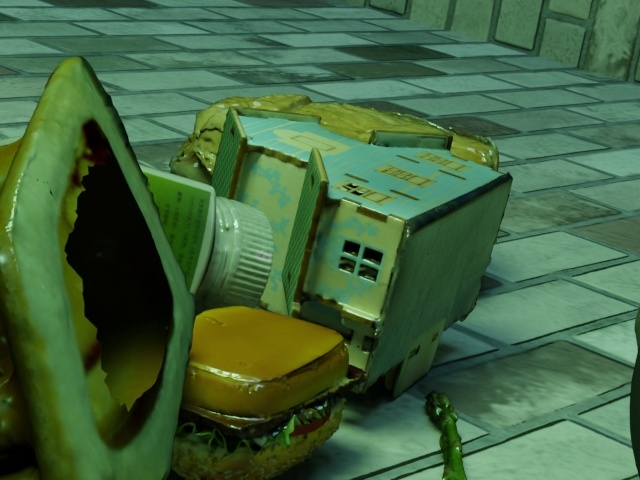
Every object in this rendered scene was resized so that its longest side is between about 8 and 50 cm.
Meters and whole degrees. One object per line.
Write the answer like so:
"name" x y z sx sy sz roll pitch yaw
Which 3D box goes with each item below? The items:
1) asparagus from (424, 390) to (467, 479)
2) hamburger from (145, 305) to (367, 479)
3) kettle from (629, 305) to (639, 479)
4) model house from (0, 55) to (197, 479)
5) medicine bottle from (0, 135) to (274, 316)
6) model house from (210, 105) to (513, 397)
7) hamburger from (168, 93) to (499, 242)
"asparagus" 0.086 0.144 1.054 0.022 0.023 0.233 53 9 -14
"hamburger" -0.056 0.099 1.000 0.137 0.087 0.166 17 16 26
"kettle" 0.419 0.131 0.996 0.377 0.250 0.361 -10 54 -44
"model house" -0.205 0.065 0.872 0.239 0.173 0.268 -20 31 19
"medicine bottle" -0.132 -0.004 1.062 0.188 0.088 0.132 17 -10 -30
"model house" 0.000 0.000 1.202 0.206 0.178 0.271 22 22 18
"hamburger" 0.016 -0.045 1.443 0.283 0.144 0.260 27 26 36
